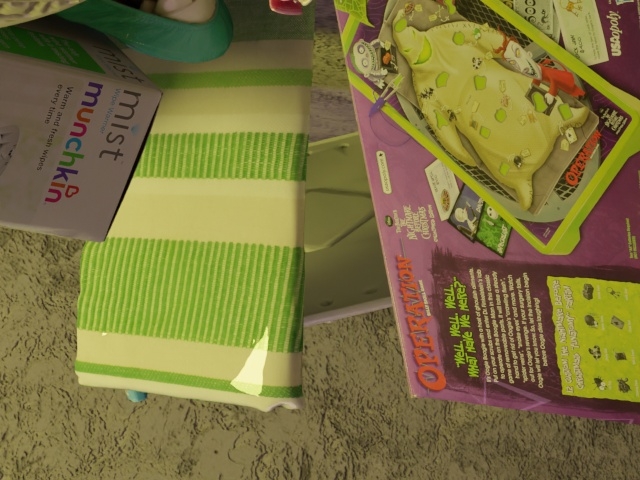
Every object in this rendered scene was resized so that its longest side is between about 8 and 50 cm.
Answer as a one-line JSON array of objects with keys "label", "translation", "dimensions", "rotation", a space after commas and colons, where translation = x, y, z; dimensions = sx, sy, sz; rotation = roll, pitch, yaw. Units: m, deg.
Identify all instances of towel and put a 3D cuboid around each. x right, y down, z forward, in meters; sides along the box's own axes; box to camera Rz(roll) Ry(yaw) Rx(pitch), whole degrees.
[{"label": "towel", "translation": [-0.098, -0.038, 1.307], "dimensions": [0.248, 0.324, 0.038], "rotation": [3, -179, 42]}]

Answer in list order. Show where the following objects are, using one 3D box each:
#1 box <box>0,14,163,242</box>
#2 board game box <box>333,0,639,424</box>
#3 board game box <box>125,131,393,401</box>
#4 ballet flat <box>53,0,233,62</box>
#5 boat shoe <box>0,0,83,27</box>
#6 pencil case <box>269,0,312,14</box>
[{"label": "box", "translation": [-0.273, -0.120, 1.147], "dimensions": [0.231, 0.126, 0.262], "rotation": [10, -158, -36]}, {"label": "board game box", "translation": [0.127, -0.044, 1.034], "dimensions": [0.208, 0.346, 0.056], "rotation": [3, -148, 24]}, {"label": "board game box", "translation": [0.000, 0.000, 1.573], "dimensions": [0.390, 0.050, 0.390], "rotation": [-14, -156, 3]}, {"label": "ballet flat", "translation": [-0.132, -0.179, 1.132], "dimensions": [0.247, 0.083, 0.087], "rotation": [10, 147, -44]}, {"label": "boat shoe", "translation": [-0.291, -0.184, 0.867], "dimensions": [0.500, 0.156, 0.187], "rotation": [-7, 167, 19]}, {"label": "pencil case", "translation": [0.033, -0.171, 0.822], "dimensions": [0.095, 0.098, 0.209], "rotation": [9, 175, -29]}]
